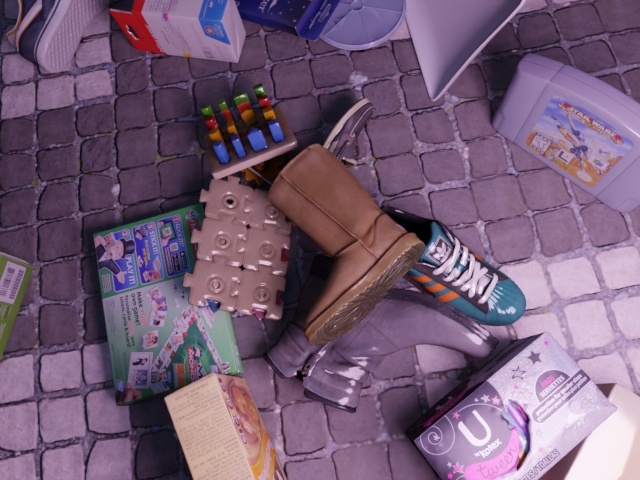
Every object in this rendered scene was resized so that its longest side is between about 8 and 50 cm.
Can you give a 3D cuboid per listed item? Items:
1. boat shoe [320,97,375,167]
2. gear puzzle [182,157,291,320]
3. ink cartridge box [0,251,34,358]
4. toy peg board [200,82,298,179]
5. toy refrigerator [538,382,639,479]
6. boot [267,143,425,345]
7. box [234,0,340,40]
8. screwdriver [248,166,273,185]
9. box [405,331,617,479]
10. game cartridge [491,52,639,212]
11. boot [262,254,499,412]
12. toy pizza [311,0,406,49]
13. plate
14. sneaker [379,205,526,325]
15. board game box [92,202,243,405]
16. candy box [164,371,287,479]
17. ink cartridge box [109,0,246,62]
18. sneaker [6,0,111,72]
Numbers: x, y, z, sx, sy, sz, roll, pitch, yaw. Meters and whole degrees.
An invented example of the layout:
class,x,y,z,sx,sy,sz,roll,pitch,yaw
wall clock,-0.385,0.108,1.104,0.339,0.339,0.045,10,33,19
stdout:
class,x,y,z,sx,sy,sz,roll,pitch,yaw
boat shoe,0.037,-0.160,0.974,0.073,0.080,0.223,38,85,9
gear puzzle,-0.138,-0.027,0.946,0.176,0.044,0.338,12,65,-16
ink cartridge box,-0.692,0.099,0.955,0.256,0.097,0.188,10,75,10
toy peg board,-0.144,-0.209,0.964,0.161,0.079,0.160,-22,40,-1
toy refrigerator,0.393,0.350,0.768,0.094,0.102,0.269,33,78,14
boot,0.000,0.000,0.842,0.236,0.089,0.269,-42,59,-5
box,-0.074,-0.500,1.083,0.225,0.036,0.136,26,81,22
screwdriver,-0.069,-0.086,0.962,0.170,0.025,0.024,34,58,-3
box,0.264,0.265,0.773,0.247,0.163,0.142,-38,75,-7
game cartridge,0.436,-0.178,0.874,0.297,0.198,0.062,39,81,16
boot,0.092,0.181,0.855,0.338,0.118,0.222,20,78,23
toy pizza,0.075,-0.476,1.086,0.202,0.032,0.201,-1,74,5
plate,0.251,-0.443,0.950,0.045,0.277,0.277,-5,71,-22
sneaker,0.203,0.042,0.869,0.302,0.121,0.108,30,79,13
board game box,-0.276,0.108,0.936,0.214,0.046,0.317,-15,72,0
candy box,-0.108,0.360,0.772,0.088,0.183,0.316,-27,73,-2
ink cartridge box,-0.281,-0.438,1.056,0.231,0.134,0.077,10,75,8
sneaker,-0.543,-0.520,1.111,0.128,0.126,0.321,27,79,7
